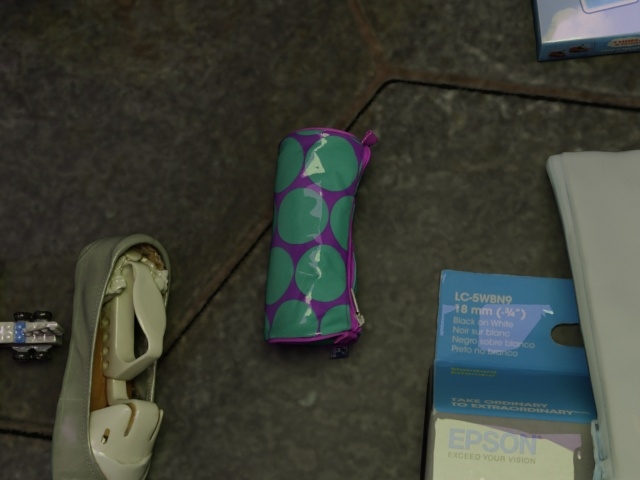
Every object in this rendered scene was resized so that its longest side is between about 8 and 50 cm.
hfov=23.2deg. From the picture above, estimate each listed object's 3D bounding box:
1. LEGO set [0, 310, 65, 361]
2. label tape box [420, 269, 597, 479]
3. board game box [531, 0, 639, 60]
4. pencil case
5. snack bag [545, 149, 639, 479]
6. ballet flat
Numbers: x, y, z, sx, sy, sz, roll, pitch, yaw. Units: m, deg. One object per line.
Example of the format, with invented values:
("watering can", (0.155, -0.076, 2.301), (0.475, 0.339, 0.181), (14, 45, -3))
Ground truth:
("LEGO set", (-0.292, 0.067, 1.059), (0.182, 0.060, 0.244), (40, 85, 12))
("label tape box", (0.180, 0.176, 0.977), (0.240, 0.106, 0.334), (4, 76, 4))
("board game box", (0.252, -0.217, 1.108), (0.211, 0.039, 0.160), (-6, 76, 3))
("pencil case", (0.000, 0.000, 1.055), (0.070, 0.064, 0.152), (-3, 75, 19))
("snack bag", (0.317, 0.026, 0.958), (0.342, 0.037, 0.323), (-3, 43, 3))
("ballet flat", (-0.134, 0.096, 1.029), (0.068, 0.072, 0.213), (-13, 68, 40))
